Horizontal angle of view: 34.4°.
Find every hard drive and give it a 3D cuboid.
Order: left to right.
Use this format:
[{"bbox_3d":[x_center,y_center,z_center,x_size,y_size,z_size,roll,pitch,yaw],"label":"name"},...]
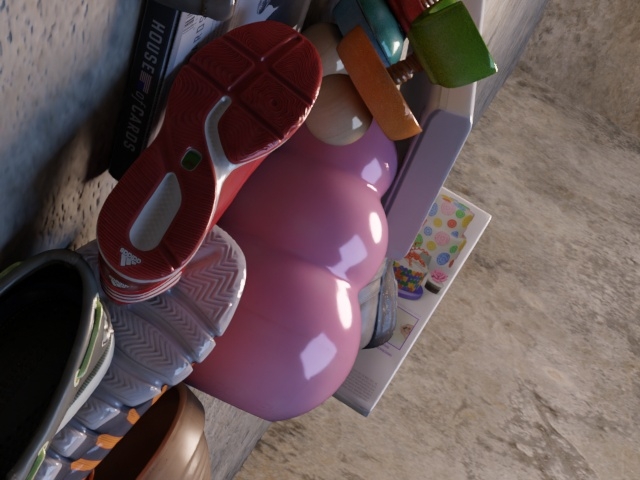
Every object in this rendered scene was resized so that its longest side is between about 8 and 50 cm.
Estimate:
[{"bbox_3d":[0.127,-0.183,1.155,0.233,0.047,0.353,111,-7,-51],"label":"hard drive"}]

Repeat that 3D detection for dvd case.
[{"bbox_3d":[-0.062,-0.162,0.756,0.239,0.029,0.179,-49,167,-46],"label":"dvd case"}]

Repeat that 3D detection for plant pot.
[{"bbox_3d":[-0.175,0.245,0.926,0.237,0.110,0.237,-37,-163,14],"label":"plant pot"}]

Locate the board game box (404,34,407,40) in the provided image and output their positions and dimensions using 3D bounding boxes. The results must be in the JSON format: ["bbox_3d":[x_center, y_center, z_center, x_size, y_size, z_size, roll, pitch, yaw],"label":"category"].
[{"bbox_3d":[0.115,-0.327,1.212,0.145,0.027,0.281,-59,172,-10],"label":"board game box"}]

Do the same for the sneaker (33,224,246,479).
[{"bbox_3d":[-0.188,0.119,0.793,0.321,0.124,0.180,-44,171,-20],"label":"sneaker"}]

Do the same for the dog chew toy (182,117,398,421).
[{"bbox_3d":[-0.028,0.004,1.021,0.206,0.206,0.332,79,35,-78],"label":"dog chew toy"}]

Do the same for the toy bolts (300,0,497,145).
[{"bbox_3d":[0.031,-0.199,0.901,0.158,0.218,0.228,-28,-168,10],"label":"toy bolts"}]

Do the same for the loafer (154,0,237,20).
[{"bbox_3d":[-0.018,-0.229,0.580,0.268,0.084,0.096,-56,171,-17],"label":"loafer"}]

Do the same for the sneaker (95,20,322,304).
[{"bbox_3d":[-0.088,-0.050,0.713,0.221,0.087,0.128,-52,-175,-28],"label":"sneaker"}]

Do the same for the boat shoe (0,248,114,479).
[{"bbox_3d":[-0.225,0.134,0.612,0.305,0.109,0.091,-61,174,-31],"label":"boat shoe"}]

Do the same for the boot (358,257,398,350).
[{"bbox_3d":[0.000,0.000,1.267,0.222,0.118,0.338,-11,102,-45],"label":"boot"}]

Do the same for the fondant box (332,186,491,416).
[{"bbox_3d":[0.054,0.048,1.469,0.330,0.238,0.096,-57,171,-11],"label":"fondant box"}]
